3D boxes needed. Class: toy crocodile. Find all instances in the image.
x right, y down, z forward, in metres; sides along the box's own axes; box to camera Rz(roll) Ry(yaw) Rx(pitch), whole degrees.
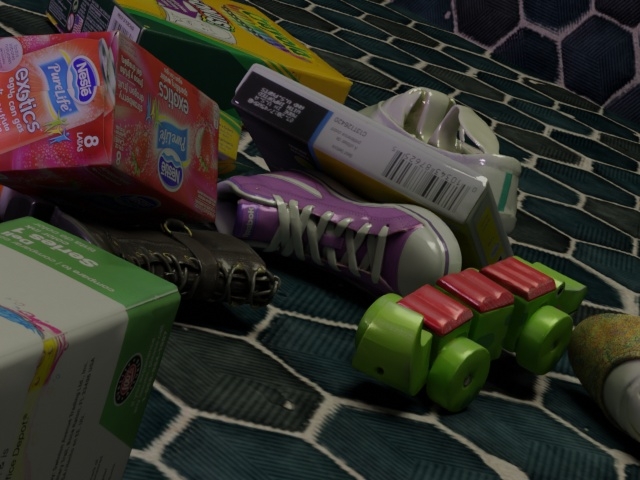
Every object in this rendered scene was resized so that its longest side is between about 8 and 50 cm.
[{"bbox_3d":[0.142,0.071,1.503,0.115,0.105,0.340,31,30,32],"label":"toy crocodile"}]

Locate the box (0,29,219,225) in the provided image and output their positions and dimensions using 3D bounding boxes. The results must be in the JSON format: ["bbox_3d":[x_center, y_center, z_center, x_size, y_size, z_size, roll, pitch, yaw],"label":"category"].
[{"bbox_3d":[-0.191,-0.093,1.453,0.128,0.123,0.257,-2,-11,16],"label":"box"}]

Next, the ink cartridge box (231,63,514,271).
[{"bbox_3d":[0.069,-0.048,1.815,0.303,0.072,0.307,27,-15,23],"label":"ink cartridge box"}]

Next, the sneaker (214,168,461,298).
[{"bbox_3d":[0.000,0.001,1.635,0.161,0.102,0.282,-2,17,-44],"label":"sneaker"}]

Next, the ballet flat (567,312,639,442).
[{"bbox_3d":[0.360,0.173,1.485,0.348,0.123,0.123,29,19,27],"label":"ballet flat"}]

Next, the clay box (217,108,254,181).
[{"bbox_3d":[-0.183,-0.120,1.671,0.127,0.053,0.222,-13,-30,41],"label":"clay box"}]

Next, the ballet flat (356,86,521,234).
[{"bbox_3d":[0.156,-0.128,2.147,0.139,0.139,0.400,11,19,-28],"label":"ballet flat"}]

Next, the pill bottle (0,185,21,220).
[{"bbox_3d":[-0.332,-0.081,1.506,0.152,0.086,0.086,23,17,9],"label":"pill bottle"}]

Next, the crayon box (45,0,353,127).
[{"bbox_3d":[-0.175,-0.267,2.236,0.313,0.106,0.363,10,19,-30],"label":"crayon box"}]

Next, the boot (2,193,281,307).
[{"bbox_3d":[-0.134,0.026,1.392,0.229,0.091,0.263,9,18,-32],"label":"boot"}]

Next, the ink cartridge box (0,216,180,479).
[{"bbox_3d":[-0.209,0.115,0.829,0.117,0.201,0.278,25,18,18],"label":"ink cartridge box"}]
